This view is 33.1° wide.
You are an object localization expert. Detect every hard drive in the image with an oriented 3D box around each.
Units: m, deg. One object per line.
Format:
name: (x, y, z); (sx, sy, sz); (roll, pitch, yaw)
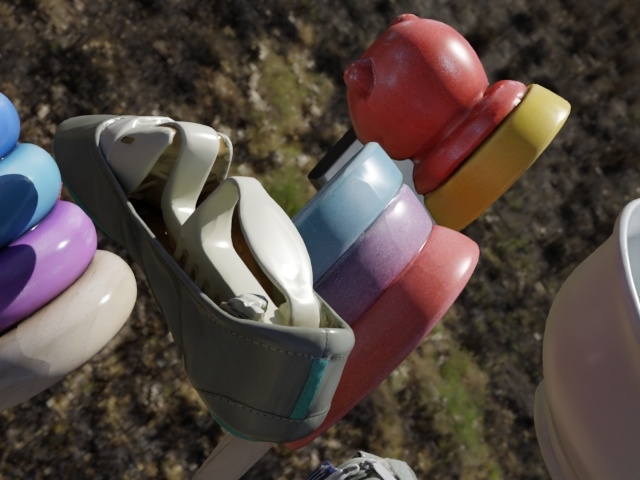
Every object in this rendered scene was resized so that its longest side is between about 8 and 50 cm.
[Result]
hard drive: (0.058, -0.034, 0.878); (0.094, 0.022, 0.135); (-49, 122, -20)

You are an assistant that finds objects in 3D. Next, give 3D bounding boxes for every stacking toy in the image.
stacking toy: (-0.223, -0.076, 0.520); (0.330, 0.141, 0.141); (64, 22, -19)
stacking toy: (0.000, 0.000, 0.708); (0.130, 0.279, 0.309); (43, 40, -3)

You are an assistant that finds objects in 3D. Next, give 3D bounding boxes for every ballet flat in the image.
ballet flat: (-0.049, -0.010, 0.447); (0.072, 0.068, 0.213); (0, 38, -37)

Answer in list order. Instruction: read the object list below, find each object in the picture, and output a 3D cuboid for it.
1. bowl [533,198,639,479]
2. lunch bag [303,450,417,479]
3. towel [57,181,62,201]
bowl: (0.241, 0.128, 0.737); (0.298, 0.134, 0.297); (35, 37, -31)
lunch bag: (0.064, 0.353, 0.864); (0.213, 0.256, 0.305); (22, 14, -44)
towel: (-0.424, 0.006, 1.130); (0.275, 0.198, 0.031); (10, 10, -7)
